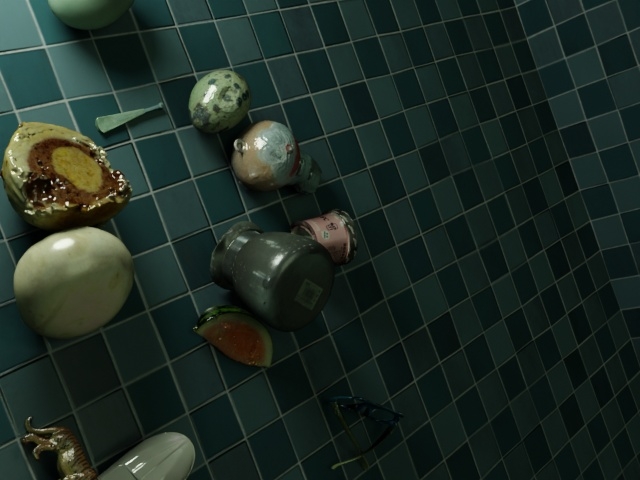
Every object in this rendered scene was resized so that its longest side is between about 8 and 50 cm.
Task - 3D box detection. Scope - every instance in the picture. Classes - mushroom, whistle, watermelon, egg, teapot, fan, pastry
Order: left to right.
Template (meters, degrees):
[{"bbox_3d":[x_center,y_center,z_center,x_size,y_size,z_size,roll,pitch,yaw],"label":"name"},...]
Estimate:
[{"bbox_3d":[-0.539,-0.111,1.748,0.256,0.170,0.237,-11,54,-49],"label":"pastry"},{"bbox_3d":[-0.504,0.077,1.712,0.246,0.202,0.246,-31,138,-33],"label":"mushroom"},{"bbox_3d":[-0.503,-0.560,1.897,0.231,0.168,0.168,-45,110,-43],"label":"egg"},{"bbox_3d":[-0.441,-0.289,1.988,0.193,0.016,0.038,-28,101,-43],"label":"fan"},{"bbox_3d":[-0.250,-0.337,2.093,0.141,0.141,0.182,50,60,-21],"label":"egg"},{"bbox_3d":[-0.199,0.224,2.051,0.245,0.063,0.119,34,76,-38],"label":"watermelon"},{"bbox_3d":[-0.107,0.061,2.045,0.305,0.285,0.224,-11,118,-47],"label":"teapot"},{"bbox_3d":[-0.092,-0.200,2.197,0.347,0.189,0.189,18,66,-50],"label":"whistle"}]

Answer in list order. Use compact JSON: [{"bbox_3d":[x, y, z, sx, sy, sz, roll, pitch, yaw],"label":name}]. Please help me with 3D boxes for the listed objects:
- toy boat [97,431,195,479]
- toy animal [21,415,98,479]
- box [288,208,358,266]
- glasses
[{"bbox_3d":[-0.375,0.511,1.752,0.269,0.140,0.141,-32,101,-39],"label":"toy boat"},{"bbox_3d":[-0.499,0.439,1.665,0.099,0.057,0.241,-21,67,-36],"label":"toy animal"},{"bbox_3d":[0.000,0.000,2.238,0.135,0.151,0.151,-10,86,-34],"label":"box"},{"bbox_3d":[0.091,0.503,2.242,0.239,0.102,0.207,31,87,-35],"label":"glasses"}]
